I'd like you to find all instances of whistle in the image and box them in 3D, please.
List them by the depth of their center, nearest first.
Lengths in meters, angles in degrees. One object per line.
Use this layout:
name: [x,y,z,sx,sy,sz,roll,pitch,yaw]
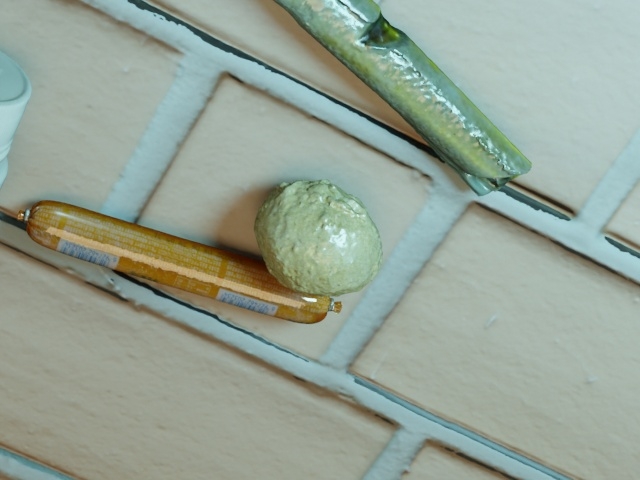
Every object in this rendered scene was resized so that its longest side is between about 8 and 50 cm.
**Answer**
whistle: [0.078,-0.159,1.743,0.068,0.057,0.326,-32,117,33]

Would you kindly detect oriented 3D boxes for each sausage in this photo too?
sausage: [-0.143,0.024,1.864,0.348,0.053,0.053,17,121,-9]

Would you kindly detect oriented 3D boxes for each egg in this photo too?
egg: [0.000,0.000,1.817,0.140,0.118,0.116,36,73,-10]

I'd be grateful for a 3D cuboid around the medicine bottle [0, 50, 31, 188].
medicine bottle: [-0.375,-0.073,1.757,0.139,0.139,0.237,22,122,-12]
